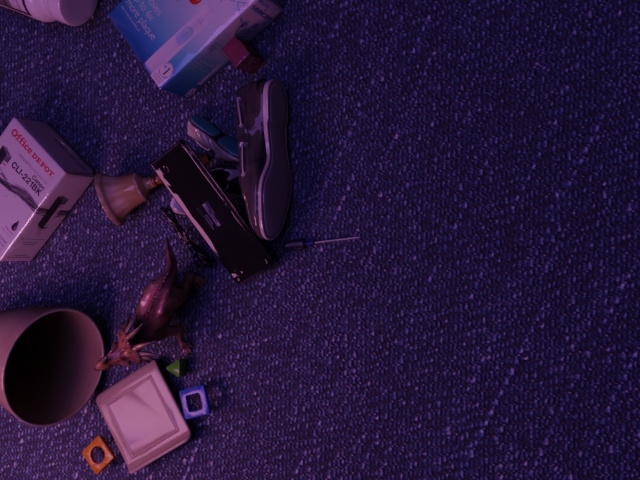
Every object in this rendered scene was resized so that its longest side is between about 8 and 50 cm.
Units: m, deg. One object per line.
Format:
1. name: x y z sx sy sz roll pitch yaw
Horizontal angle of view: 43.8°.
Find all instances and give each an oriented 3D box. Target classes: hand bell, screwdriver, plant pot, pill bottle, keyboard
1. hand bell: -0.353 -0.134 1.739 0.242 0.126 0.126 -22 82 4
2. screwdriver: 0.000 0.000 1.641 0.169 0.024 0.025 -11 114 17
3. plant pot: -0.671 0.253 1.772 0.274 0.256 0.257 9 93 35
4. pill bottle: -0.652 -0.589 1.799 0.278 0.162 0.162 23 97 17
5. keyboard: -0.243 -0.045 1.661 0.201 0.033 0.317 -27 101 40

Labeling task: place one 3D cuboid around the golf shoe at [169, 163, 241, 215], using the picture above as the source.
1. golf shoe: -0.251 -0.112 1.692 0.198 0.094 0.077 -26 82 19

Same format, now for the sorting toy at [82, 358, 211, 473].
1. sorting toy: -0.387 0.388 1.760 0.347 0.047 0.196 -32 75 16

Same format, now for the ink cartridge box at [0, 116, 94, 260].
1. ink cartridge box: -0.682 -0.116 1.829 0.197 0.114 0.273 44 103 15

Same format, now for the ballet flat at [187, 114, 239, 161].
1. ballet flat: -0.221 -0.207 1.711 0.168 0.057 0.052 40 129 19

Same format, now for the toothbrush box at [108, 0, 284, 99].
1. toothbrush box: -0.262 -0.481 1.682 0.295 0.126 0.216 -38 78 14

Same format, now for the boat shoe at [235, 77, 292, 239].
1. boat shoe: -0.125 -0.166 1.648 0.095 0.112 0.335 -2 84 32

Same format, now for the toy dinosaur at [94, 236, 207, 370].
1. toy dinosaur: -0.346 0.146 1.665 0.127 0.200 0.296 18 95 18

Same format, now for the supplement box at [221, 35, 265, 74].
1. supplement box: -0.161 -0.387 1.667 0.043 0.083 0.055 -42 78 14
